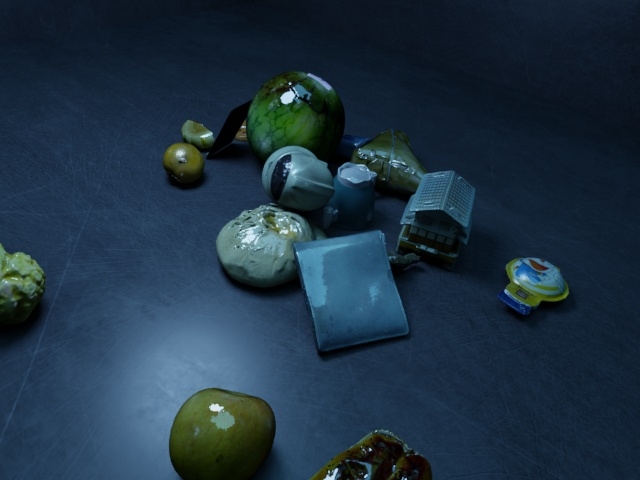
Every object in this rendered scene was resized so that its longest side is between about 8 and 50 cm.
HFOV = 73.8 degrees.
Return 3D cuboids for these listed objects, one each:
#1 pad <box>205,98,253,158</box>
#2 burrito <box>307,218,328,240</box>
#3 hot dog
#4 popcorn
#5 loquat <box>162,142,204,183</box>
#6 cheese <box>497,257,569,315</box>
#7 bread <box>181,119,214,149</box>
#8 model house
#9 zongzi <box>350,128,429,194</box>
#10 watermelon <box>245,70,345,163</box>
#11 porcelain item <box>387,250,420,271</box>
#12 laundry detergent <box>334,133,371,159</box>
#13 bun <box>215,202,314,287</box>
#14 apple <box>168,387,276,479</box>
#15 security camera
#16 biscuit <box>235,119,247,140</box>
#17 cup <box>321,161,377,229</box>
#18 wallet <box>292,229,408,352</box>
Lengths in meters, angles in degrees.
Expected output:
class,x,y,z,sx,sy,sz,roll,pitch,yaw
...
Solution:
class,x,y,z,sx,sy,sz,roll,pitch,yaw
pad,-0.324,-0.408,1.542,0.009,0.265,0.159,45,45,-3
burrito,0.002,-0.001,1.268,0.044,0.058,0.188,-30,50,-4
hot dog,0.076,0.443,0.748,0.270,0.082,0.162,-23,48,-29
popcorn,-0.718,0.096,0.942,0.187,0.185,0.167,14,54,-39
loquat,-0.457,-0.259,1.429,0.140,0.141,0.141,5,41,-4
cheese,0.598,0.125,1.204,0.270,0.069,0.176,-30,53,-35
bread,-0.469,-0.391,1.616,0.157,0.083,0.094,20,45,16
model house,0.351,-0.067,1.276,0.198,0.216,0.224,21,42,12
zongzi,0.324,-0.277,1.546,0.360,0.160,0.323,21,42,21
watermelon,-0.087,-0.402,1.492,0.362,0.364,0.364,5,41,-4
porcelain item,0.188,0.063,1.200,0.215,0.081,0.069,-8,58,-19
laundry detergent,0.050,-0.392,1.682,0.289,0.094,0.143,21,32,18
bun,-0.149,-0.005,1.177,0.286,0.146,0.288,3,43,-3
apple,-0.174,0.348,0.755,0.182,0.182,0.155,11,70,3
security camera,-0.066,-0.175,1.264,0.191,0.197,0.277,19,10,-18
biscuit,-0.273,-0.481,1.787,0.165,0.036,0.250,24,43,19
cup,0.099,-0.147,1.358,0.167,0.173,0.299,29,44,21
wallet,0.076,0.116,1.071,0.250,0.054,0.291,-9,67,-16
